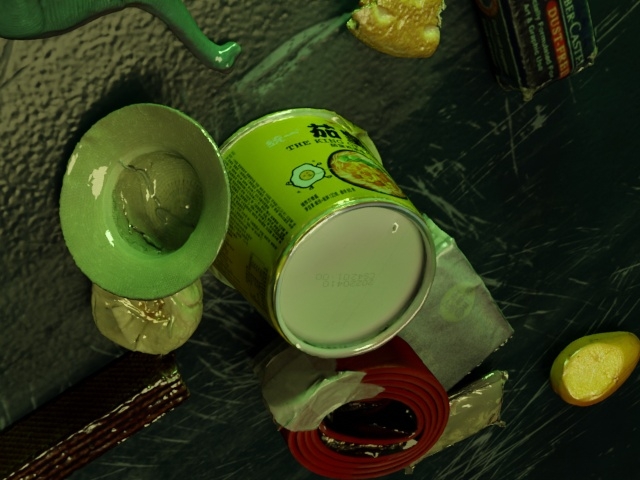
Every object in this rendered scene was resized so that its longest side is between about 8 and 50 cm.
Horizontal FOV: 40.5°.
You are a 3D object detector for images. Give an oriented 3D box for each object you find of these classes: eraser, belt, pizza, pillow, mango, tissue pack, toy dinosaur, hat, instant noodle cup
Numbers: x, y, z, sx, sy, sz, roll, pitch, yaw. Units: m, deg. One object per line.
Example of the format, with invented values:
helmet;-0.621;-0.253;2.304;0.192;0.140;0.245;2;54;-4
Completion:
eraser;0.309;-0.379;1.284;0.155;0.101;0.332;-31;127;-8
belt;0.053;0.247;1.339;0.324;0.115;0.227;23;108;-39
pizza;0.115;-0.360;1.223;0.154;0.069;0.194;10;105;-30
pillow;0.250;0.347;1.687;0.255;0.059;0.169;-22;125;-16
mango;0.560;0.251;1.763;0.217;0.102;0.141;-27;102;-14
tissue pack;0.110;0.183;1.484;0.394;0.124;0.288;-39;128;-2
toy dinosaur;-0.310;-0.260;1.061;0.383;0.129;0.331;-30;134;-7
hat;-0.212;-0.048;1.176;0.257;0.257;0.130;-56;165;11
instant noodle cup;0.000;0.000;1.251;0.325;0.254;0.326;-11;120;-20

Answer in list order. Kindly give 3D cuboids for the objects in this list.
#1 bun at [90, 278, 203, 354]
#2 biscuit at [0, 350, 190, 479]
bun;-0.249;0.089;1.265;0.164;0.111;0.188;-16;126;-14
biscuit;-0.377;0.289;1.315;0.388;0.107;0.073;-33;127;-7
